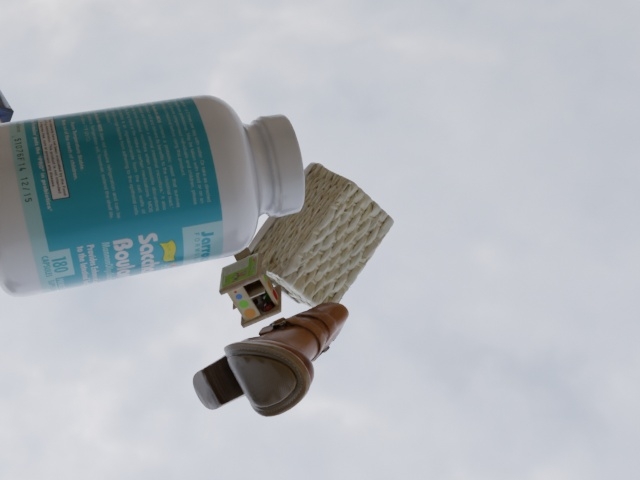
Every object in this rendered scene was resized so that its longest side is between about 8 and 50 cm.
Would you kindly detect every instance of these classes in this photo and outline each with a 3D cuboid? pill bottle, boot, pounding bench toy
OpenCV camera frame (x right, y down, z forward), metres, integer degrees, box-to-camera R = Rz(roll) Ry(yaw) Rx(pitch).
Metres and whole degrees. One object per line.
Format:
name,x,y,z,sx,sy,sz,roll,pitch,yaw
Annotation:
pill bottle,-0.151,-0.045,0.722,0.264,0.146,0.146,-11,-136,-16
boot,-0.025,0.103,0.807,0.152,0.073,0.197,-26,-175,-34
pounding bench toy,-0.080,0.053,0.993,0.052,0.065,0.083,-23,-151,11

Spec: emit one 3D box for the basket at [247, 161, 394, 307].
basket,0.000,0.000,1.077,0.167,0.113,0.103,-54,-146,-6

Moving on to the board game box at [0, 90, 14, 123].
board game box,-0.519,-0.176,1.191,0.042,0.165,0.243,7,-150,-44
